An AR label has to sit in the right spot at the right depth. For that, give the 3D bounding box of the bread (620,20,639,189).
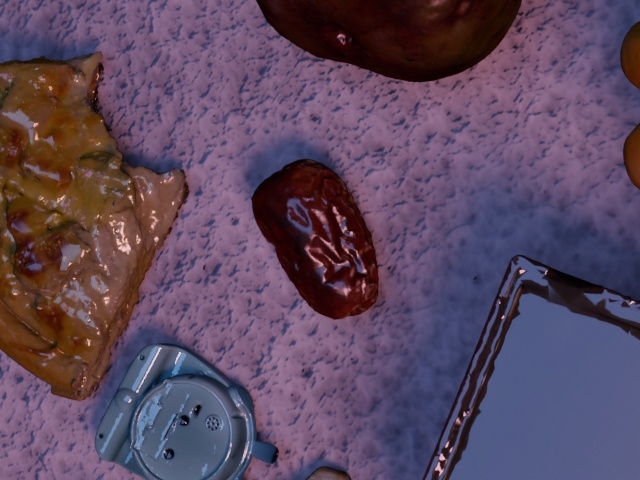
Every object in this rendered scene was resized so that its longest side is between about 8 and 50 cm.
[{"bbox_3d":[0.334,-0.068,1.166,0.270,0.316,0.211,65,146,26],"label":"bread"}]

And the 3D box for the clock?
[{"bbox_3d":[-0.098,0.155,1.397,0.147,0.045,0.108,29,96,18],"label":"clock"}]

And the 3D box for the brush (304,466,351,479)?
[{"bbox_3d":[-0.088,0.305,1.341,0.085,0.020,0.336,39,79,3],"label":"brush"}]

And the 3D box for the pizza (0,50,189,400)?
[{"bbox_3d":[-0.236,-0.038,1.439,0.223,0.089,0.323,-39,76,15],"label":"pizza"}]

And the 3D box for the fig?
[{"bbox_3d":[0.092,-0.270,1.324,0.217,0.217,0.321,27,66,18],"label":"fig"}]

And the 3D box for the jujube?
[{"bbox_3d":[0.000,0.000,1.363,0.077,0.077,0.129,-30,83,14],"label":"jujube"}]

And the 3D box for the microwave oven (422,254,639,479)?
[{"bbox_3d":[0.177,0.150,1.239,0.178,0.188,0.247,22,89,13],"label":"microwave oven"}]
